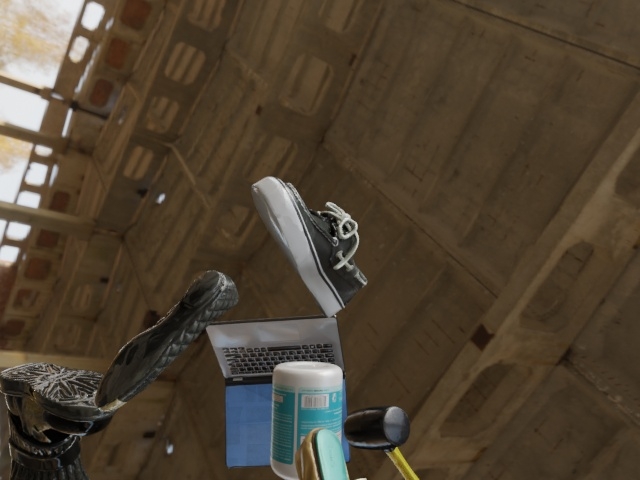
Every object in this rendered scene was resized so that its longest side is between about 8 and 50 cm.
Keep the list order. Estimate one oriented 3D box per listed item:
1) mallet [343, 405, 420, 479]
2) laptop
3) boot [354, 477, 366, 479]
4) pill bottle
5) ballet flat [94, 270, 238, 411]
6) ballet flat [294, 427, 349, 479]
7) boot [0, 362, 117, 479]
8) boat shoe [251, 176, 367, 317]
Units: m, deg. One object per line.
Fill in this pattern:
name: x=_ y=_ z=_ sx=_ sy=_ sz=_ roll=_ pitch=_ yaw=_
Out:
mallet: x=0.087 y=0.240 z=0.565 sx=0.062 sy=0.039 sz=0.190 roll=-15 pitch=-71 yaw=47
laptop: x=-0.120 y=0.444 z=1.688 sx=0.236 sy=0.381 sz=0.408 roll=-88 pitch=172 yaw=-49
boot: x=0.096 y=0.477 z=0.956 sx=0.077 sy=0.213 sz=0.165 roll=118 pitch=-34 yaw=-48
pill bottle: x=-0.030 y=0.388 z=1.190 sx=0.146 sy=0.146 sz=0.264 roll=-3 pitch=-97 yaw=51
ballet flat: x=-0.145 y=0.102 z=0.564 sx=0.173 sy=0.049 sz=0.057 roll=-45 pitch=-137 yaw=-13
ballet flat: x=0.011 y=0.354 z=0.734 sx=0.073 sy=0.080 sz=0.232 roll=-49 pitch=-149 yaw=27
boot: x=-0.493 y=0.387 z=1.114 sx=0.348 sy=0.131 sz=0.260 roll=1 pitch=-85 yaw=42
boat shoe: x=0.002 y=0.003 z=0.797 sx=0.105 sy=0.306 sz=0.113 roll=-34 pitch=-130 yaw=-5
